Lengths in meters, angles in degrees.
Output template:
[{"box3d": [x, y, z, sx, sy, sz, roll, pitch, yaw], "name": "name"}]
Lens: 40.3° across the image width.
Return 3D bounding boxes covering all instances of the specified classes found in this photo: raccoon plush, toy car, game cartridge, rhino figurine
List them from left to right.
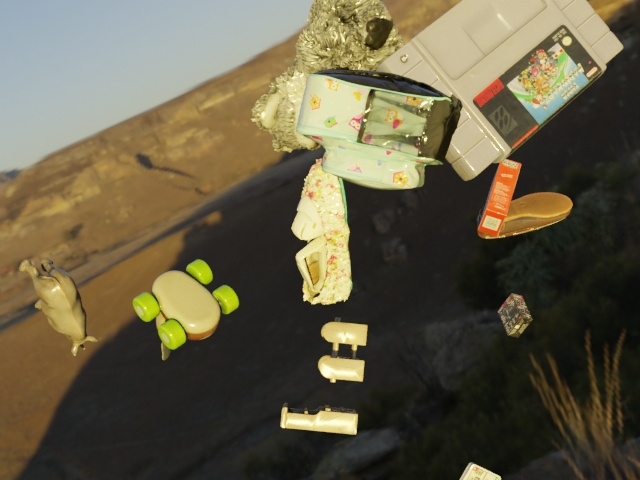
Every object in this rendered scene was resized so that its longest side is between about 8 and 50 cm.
[{"box3d": [-0.487, 0.136, 1.658, 0.106, 0.243, 0.073, 33, 58, 32], "name": "rhino figurine"}, {"box3d": [-0.260, 0.158, 1.664, 0.155, 0.149, 0.188, -33, -26, -32], "name": "toy car"}, {"box3d": [-0.011, -0.356, 1.624, 0.299, 0.216, 0.447, -28, 48, 10], "name": "raccoon plush"}, {"box3d": [0.286, -0.278, 1.346, 0.355, 0.230, 0.068, -40, -4, -18], "name": "game cartridge"}]

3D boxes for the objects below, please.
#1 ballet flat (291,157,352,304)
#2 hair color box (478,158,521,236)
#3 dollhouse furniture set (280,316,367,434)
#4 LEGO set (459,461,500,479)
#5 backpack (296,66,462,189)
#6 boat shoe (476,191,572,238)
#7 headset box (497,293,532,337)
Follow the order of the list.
[{"box3d": [0.000, 0.000, 1.244, 0.077, 0.241, 0.091, -22, 36, -21], "name": "ballet flat"}, {"box3d": [0.350, -0.085, 1.703, 0.072, 0.043, 0.141, 98, -168, -55], "name": "hair color box"}, {"box3d": [0.006, 0.287, 1.898, 0.160, 0.242, 0.212, 5, -6, 0], "name": "dollhouse furniture set"}, {"box3d": [0.237, 0.462, 1.286, 0.244, 0.182, 0.060, -63, 9, 5], "name": "LEGO set"}, {"box3d": [0.063, -0.140, 1.080, 0.188, 0.145, 0.166, 22, 11, 10], "name": "backpack"}, {"box3d": [0.434, -0.051, 1.869, 0.206, 0.073, 0.073, -8, 46, -4], "name": "boat shoe"}, {"box3d": [0.434, 0.165, 1.956, 0.062, 0.032, 0.083, -60, 26, 33], "name": "headset box"}]
